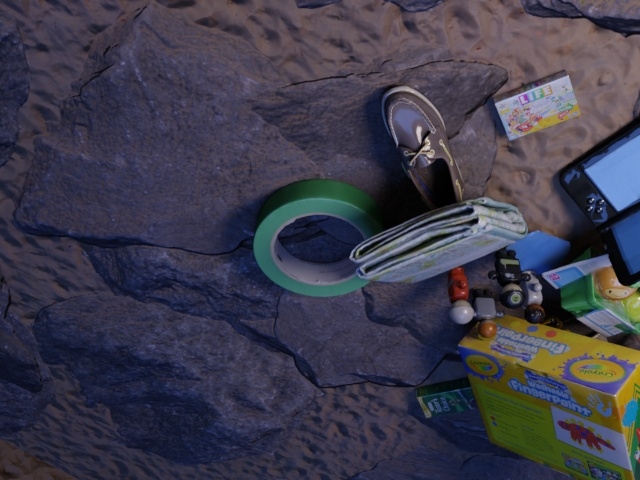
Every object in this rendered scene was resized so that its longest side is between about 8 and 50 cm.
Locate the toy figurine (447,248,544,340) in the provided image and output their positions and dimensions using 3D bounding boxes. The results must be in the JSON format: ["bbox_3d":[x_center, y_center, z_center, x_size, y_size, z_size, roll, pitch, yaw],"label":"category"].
[{"bbox_3d":[0.429,0.143,1.840,0.213,0.148,0.209,-23,140,28],"label":"toy figurine"}]

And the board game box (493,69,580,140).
[{"bbox_3d":[0.452,-0.280,1.577,0.154,0.026,0.103,-20,128,19],"label":"board game box"}]

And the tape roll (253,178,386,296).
[{"bbox_3d":[0.000,0.000,1.819,0.321,0.077,0.321,1,133,1],"label":"tape roll"}]

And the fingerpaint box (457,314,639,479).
[{"bbox_3d":[0.607,0.407,1.905,0.445,0.163,0.371,12,133,49],"label":"fingerpaint box"}]

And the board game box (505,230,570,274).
[{"bbox_3d":[0.522,0.021,1.844,0.169,0.033,0.133,17,132,-25],"label":"board game box"}]

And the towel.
[{"bbox_3d":[0.273,0.004,1.691,0.320,0.090,0.374,-23,165,25],"label":"towel"}]

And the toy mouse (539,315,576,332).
[{"bbox_3d":[0.624,0.260,2.058,0.161,0.031,0.143,-15,130,16],"label":"toy mouse"}]

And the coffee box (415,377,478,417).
[{"bbox_3d":[0.387,0.469,2.252,0.184,0.040,0.113,-13,130,14],"label":"coffee box"}]

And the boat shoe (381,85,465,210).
[{"bbox_3d":[0.225,-0.185,1.626,0.116,0.096,0.324,-19,129,19],"label":"boat shoe"}]

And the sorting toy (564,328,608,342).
[{"bbox_3d":[0.720,0.350,2.091,0.196,0.047,0.347,-35,123,-5],"label":"sorting toy"}]

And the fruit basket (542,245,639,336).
[{"bbox_3d":[0.761,0.111,1.778,0.327,0.165,0.353,30,149,-32],"label":"fruit basket"}]

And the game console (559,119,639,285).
[{"bbox_3d":[0.687,-0.095,1.588,0.293,0.173,0.250,-37,100,32],"label":"game console"}]
